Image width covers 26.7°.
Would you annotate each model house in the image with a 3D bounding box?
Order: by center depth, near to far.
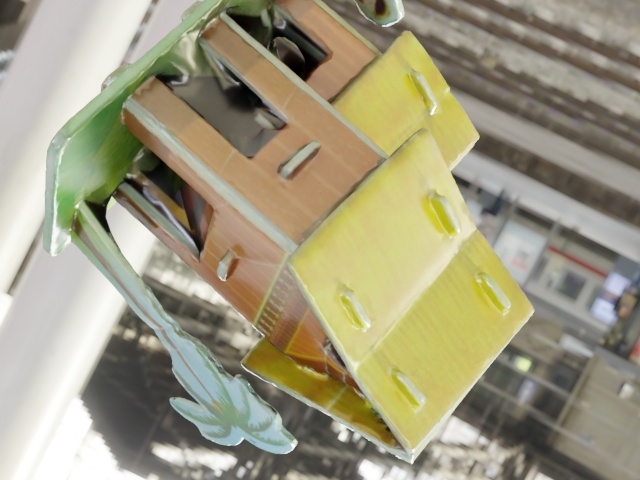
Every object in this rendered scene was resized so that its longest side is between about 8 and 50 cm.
[{"bbox_3d":[0.000,0.000,1.033,0.323,0.300,0.340,42,155,8],"label":"model house"}]
